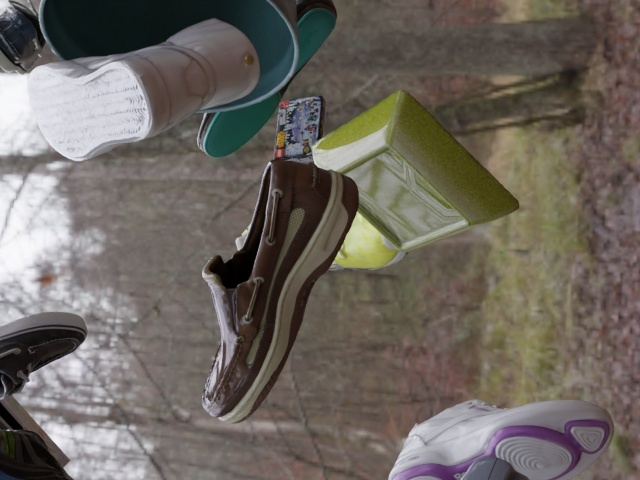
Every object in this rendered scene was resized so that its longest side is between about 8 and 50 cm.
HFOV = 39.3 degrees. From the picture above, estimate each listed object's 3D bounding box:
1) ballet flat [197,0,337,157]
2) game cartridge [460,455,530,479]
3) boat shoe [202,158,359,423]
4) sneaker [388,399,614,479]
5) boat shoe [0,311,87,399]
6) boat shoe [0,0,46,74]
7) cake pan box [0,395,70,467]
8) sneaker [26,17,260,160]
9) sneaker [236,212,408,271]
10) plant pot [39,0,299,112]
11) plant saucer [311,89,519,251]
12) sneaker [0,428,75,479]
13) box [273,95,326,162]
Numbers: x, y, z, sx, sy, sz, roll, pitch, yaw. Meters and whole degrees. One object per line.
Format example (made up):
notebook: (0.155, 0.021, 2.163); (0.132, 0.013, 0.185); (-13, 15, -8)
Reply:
ballet flat: (-0.082, -0.240, 1.256); (0.095, 0.280, 0.096); (23, -152, -46)
game cartridge: (0.124, 0.356, 0.790); (0.297, 0.062, 0.198); (-62, -31, -19)
boat shoe: (-0.063, 0.042, 0.803); (0.257, 0.095, 0.095); (-65, 20, 13)
sneaker: (0.228, 0.248, 1.170); (0.114, 0.305, 0.152); (57, -150, -19)
boat shoe: (-0.486, 0.192, 1.361); (0.301, 0.102, 0.108); (-11, -37, -41)
boat shoe: (-0.434, -0.299, 1.293); (0.095, 0.079, 0.254); (56, 178, -13)
cake pan box: (-0.600, 0.351, 1.690); (0.070, 0.246, 0.267); (-45, -8, -12)
sneaker: (-0.184, -0.160, 0.947); (0.169, 0.293, 0.108); (-28, -67, -35)
sneaker: (0.000, 0.000, 1.353); (0.385, 0.147, 0.145); (-14, 101, 64)
plant pot: (-0.164, -0.312, 1.060); (0.293, 0.293, 0.196); (73, -161, -65)
plant saucer: (0.093, -0.059, 1.002); (0.188, 0.188, 0.045); (-25, 28, 55)
sneaker: (-0.267, 0.182, 0.723); (0.188, 0.067, 0.078); (43, -179, -26)
box: (-0.041, -0.219, 1.785); (0.027, 0.094, 0.137); (46, -137, -57)
